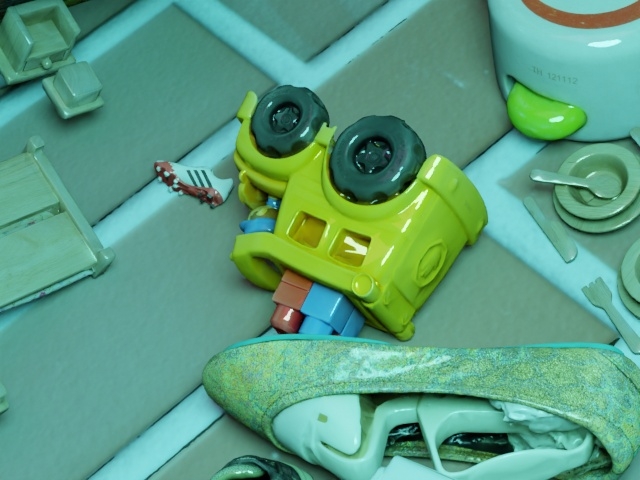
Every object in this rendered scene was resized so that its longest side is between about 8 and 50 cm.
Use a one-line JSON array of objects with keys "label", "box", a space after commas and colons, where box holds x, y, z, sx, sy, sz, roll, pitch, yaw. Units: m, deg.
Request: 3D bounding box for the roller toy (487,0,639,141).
[{"label": "roller toy", "box": [0.248, -0.202, 1.191, 0.191, 0.146, 0.209, -12, 52, 5]}]

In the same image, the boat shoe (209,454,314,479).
[{"label": "boat shoe", "box": [-0.048, 0.190, 0.951, 0.080, 0.073, 0.223, -49, 16, -4]}]

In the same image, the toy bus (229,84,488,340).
[{"label": "toy bus", "box": [0.000, 0.000, 1.123, 0.220, 0.149, 0.211, 24, 79, 30]}]

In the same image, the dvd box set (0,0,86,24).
[{"label": "dvd box set", "box": [-0.305, -0.260, 1.303, 0.420, 0.307, 0.062, -18, 95, 0]}]

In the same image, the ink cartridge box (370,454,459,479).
[{"label": "ink cartridge box", "box": [0.130, 0.300, 0.866, 0.289, 0.122, 0.211, 21, 61, 27]}]

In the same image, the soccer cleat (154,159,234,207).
[{"label": "soccer cleat", "box": [-0.121, -0.059, 1.254, 0.083, 0.029, 0.035, 25, 55, 24]}]

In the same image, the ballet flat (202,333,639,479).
[{"label": "ballet flat", "box": [0.071, 0.136, 1.004, 0.348, 0.123, 0.123, 0, 54, 10]}]

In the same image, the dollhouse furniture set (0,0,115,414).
[{"label": "dollhouse furniture set", "box": [-0.305, -0.014, 1.251, 0.303, 0.174, 0.356, -25, 77, -36]}]

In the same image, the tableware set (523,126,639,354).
[{"label": "tableware set", "box": [0.260, -0.013, 1.101, 0.128, 0.039, 0.194, -33, 53, 3]}]
